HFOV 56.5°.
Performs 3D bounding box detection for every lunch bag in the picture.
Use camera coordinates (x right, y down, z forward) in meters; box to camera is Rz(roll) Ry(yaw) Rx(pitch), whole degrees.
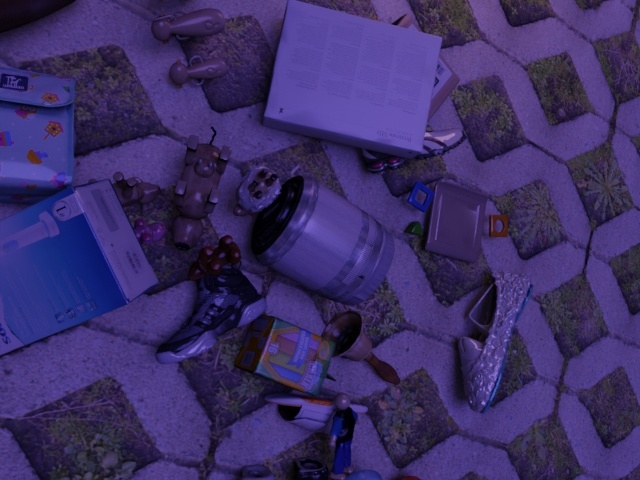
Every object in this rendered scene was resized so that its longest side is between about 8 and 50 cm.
[{"bbox_3d":[-0.572,-0.206,1.105,0.224,0.160,0.262,3,73,-24],"label":"lunch bag"}]

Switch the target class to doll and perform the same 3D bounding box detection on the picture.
[{"bbox_3d":[0.049,0.433,1.330,0.129,0.046,0.188,-9,103,-60],"label":"doll"}]

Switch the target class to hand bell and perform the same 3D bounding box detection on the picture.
[{"bbox_3d":[0.124,0.289,1.461,0.242,0.126,0.126,43,68,-30],"label":"hand bell"}]

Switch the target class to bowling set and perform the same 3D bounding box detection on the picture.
[{"bbox_3d":[-0.306,-0.492,1.280,0.154,0.200,0.286,-16,136,-23],"label":"bowling set"}]

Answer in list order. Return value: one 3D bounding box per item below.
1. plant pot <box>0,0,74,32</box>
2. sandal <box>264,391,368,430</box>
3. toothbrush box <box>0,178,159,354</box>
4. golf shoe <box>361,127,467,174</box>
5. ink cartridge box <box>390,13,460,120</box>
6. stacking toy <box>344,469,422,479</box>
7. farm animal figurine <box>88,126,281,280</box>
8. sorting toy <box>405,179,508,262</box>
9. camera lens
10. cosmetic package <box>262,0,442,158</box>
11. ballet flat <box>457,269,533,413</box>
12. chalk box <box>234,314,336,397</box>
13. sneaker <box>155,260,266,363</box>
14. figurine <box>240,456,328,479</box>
[{"bbox_3d":[-0.568,-0.504,1.120,0.230,0.215,0.215,-28,99,-41],"label":"plant pot"},{"bbox_3d":[-0.004,0.402,1.374,0.265,0.102,0.076,15,78,-28],"label":"sandal"},{"bbox_3d":[-0.477,0.048,1.061,0.296,0.126,0.216,-23,97,14],"label":"toothbrush box"},{"bbox_3d":[0.236,-0.254,1.505,0.273,0.105,0.120,-17,100,-7],"label":"golf shoe"},{"bbox_3d":[0.229,-0.438,1.569,0.235,0.088,0.193,44,67,-18],"label":"ink cartridge box"},{"bbox_3d":[0.120,0.672,1.420,0.309,0.130,0.279,26,103,-34],"label":"stacking toy"},{"bbox_3d":[-0.290,-0.077,1.231,0.330,0.172,0.326,32,70,-7],"label":"farm animal figurine"},{"bbox_3d":[0.368,-0.050,1.633,0.348,0.047,0.195,15,84,-25],"label":"sorting toy"},{"bbox_3d":[0.000,0.000,1.341,0.274,0.219,0.219,31,73,-22],"label":"camera lens"},{"bbox_3d":[0.075,-0.374,1.409,0.378,0.097,0.284,12,83,-7],"label":"cosmetic package"},{"bbox_3d":[0.449,0.260,1.621,0.147,0.147,0.408,36,68,-20],"label":"ballet flat"},{"bbox_3d":[-0.059,0.264,1.340,0.213,0.132,0.132,26,75,-24],"label":"chalk box"},{"bbox_3d":[-0.253,0.143,1.272,0.269,0.101,0.153,-30,99,-32],"label":"sneaker"},{"bbox_3d":[-0.089,0.611,1.326,0.215,0.092,0.209,2,89,-26],"label":"figurine"}]
